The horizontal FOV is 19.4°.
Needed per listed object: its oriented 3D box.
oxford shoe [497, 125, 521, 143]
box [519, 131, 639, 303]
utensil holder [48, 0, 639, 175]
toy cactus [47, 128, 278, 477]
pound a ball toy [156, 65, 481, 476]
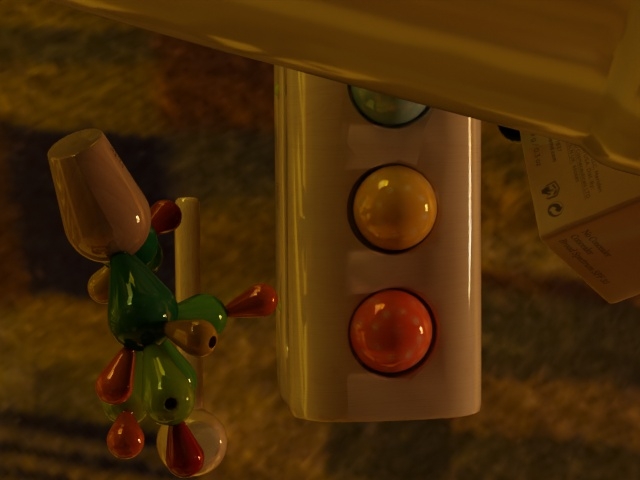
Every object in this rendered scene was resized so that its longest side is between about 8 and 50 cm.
[{"bbox_3d":[0.218,-0.145,1.606,0.130,0.348,0.123,-27,76,-4],"label":"oxford shoe"},{"bbox_3d":[0.333,-0.077,1.500,0.311,0.148,0.121,-24,54,25],"label":"box"},{"bbox_3d":[0.012,-0.231,0.867,0.385,0.327,0.327,14,114,3],"label":"utensil holder"},{"bbox_3d":[-0.099,0.020,1.077,0.112,0.219,0.180,-16,117,9],"label":"toy cactus"},{"bbox_3d":[0.000,0.000,1.210,0.208,0.136,0.319,-1,95,-10],"label":"pound a ball toy"}]
